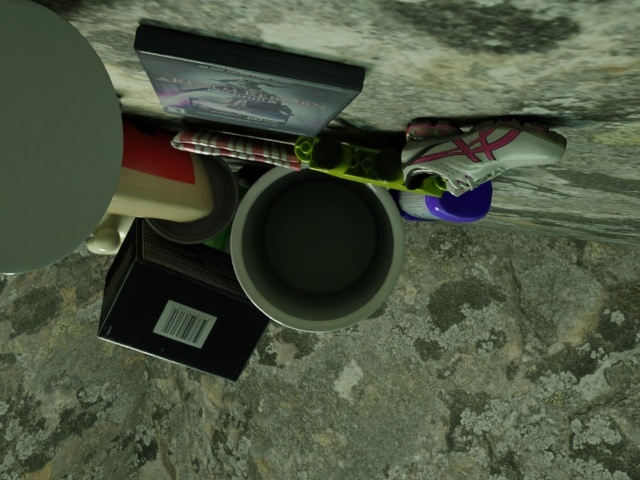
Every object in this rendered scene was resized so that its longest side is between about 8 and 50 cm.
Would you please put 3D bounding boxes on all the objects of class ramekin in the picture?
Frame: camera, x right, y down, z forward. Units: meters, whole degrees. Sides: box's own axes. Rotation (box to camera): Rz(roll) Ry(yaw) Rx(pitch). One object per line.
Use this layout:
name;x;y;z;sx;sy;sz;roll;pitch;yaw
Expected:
ramekin;-0.283;-0.102;1.278;0.207;0.207;0.109;8;-171;-13

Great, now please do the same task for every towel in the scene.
towel;-0.128;-0.143;0.922;0.197;0.029;0.144;9;-165;-7

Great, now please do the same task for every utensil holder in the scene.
utensil holder;0.000;0.000;1.272;0.327;0.328;0.385;8;-177;1

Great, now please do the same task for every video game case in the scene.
video game case;-0.079;-0.156;0.630;0.196;0.026;0.274;8;-179;-10

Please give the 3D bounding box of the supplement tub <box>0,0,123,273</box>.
supplement tub;-0.347;-0.091;0.475;0.316;0.228;0.228;8;180;24

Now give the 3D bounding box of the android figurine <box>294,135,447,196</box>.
android figurine;0.092;-0.107;0.862;0.248;0.056;0.273;13;-173;21

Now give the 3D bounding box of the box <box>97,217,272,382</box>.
box;-0.289;0.118;1.251;0.296;0.183;0.294;25;-170;-23

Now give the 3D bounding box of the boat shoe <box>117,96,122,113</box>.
boat shoe;-0.425;-0.157;0.790;0.306;0.105;0.113;5;-173;-11

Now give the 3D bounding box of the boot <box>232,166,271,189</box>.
boot;-0.184;-0.159;1.541;0.246;0.083;0.161;8;168;14

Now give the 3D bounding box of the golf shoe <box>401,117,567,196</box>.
golf shoe;0.176;-0.089;0.652;0.186;0.086;0.067;7;178;40

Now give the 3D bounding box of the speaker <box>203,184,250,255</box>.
speaker;-0.239;0.010;1.469;0.131;0.297;0.131;20;-173;-3

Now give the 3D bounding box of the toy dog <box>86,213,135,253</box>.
toy dog;-0.480;-0.092;1.466;0.407;0.285;0.395;7;-173;8

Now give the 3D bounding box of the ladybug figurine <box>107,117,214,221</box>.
ladybug figurine;-0.386;-0.131;1.019;0.305;0.162;0.449;7;180;44

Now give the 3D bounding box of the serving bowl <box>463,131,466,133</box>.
serving bowl;0.186;-0.116;0.750;0.083;0.027;0.083;7;180;0

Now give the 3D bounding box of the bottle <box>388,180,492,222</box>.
bottle;0.202;-0.082;1.093;0.118;0.092;0.283;7;-179;-15
